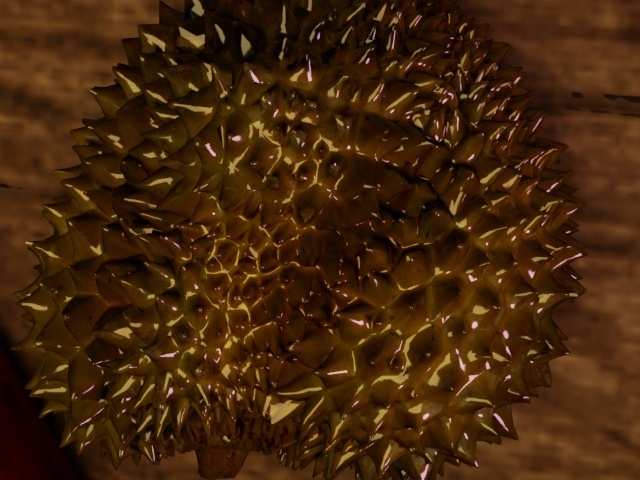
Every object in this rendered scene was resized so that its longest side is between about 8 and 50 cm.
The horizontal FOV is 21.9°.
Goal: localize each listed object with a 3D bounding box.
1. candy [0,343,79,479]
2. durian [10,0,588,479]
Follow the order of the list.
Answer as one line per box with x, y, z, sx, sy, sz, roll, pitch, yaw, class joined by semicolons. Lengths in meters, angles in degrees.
-0.137;0.051;0.545;0.059;0.086;0.292;-29;95;14;candy
0.000;0.000;0.483;0.158;0.137;0.168;21;92;-11;durian
